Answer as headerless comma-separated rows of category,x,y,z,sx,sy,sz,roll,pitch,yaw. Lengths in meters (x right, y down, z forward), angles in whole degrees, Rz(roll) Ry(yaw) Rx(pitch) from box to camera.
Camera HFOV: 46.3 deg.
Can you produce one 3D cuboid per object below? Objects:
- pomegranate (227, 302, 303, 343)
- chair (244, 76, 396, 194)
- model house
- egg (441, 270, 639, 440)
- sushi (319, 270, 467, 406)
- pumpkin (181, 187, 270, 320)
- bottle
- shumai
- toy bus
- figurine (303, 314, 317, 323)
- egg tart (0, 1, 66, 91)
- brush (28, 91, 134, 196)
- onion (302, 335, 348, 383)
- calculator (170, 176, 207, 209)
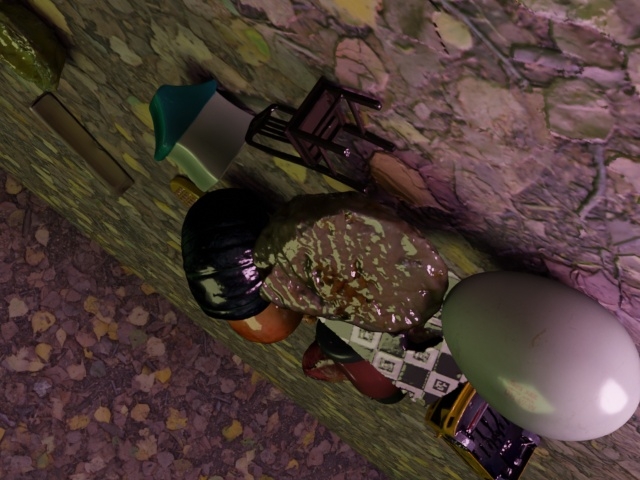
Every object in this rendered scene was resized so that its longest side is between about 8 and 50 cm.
pomegranate,-0.125,0.138,1.693,0.191,0.191,0.191,32,162,12
chair,-0.022,-0.145,0.929,0.212,0.084,0.101,26,163,29
model house,-0.186,-0.166,1.107,0.149,0.127,0.100,38,162,-15
egg,0.269,0.136,0.936,0.264,0.183,0.183,34,164,29
sushi,0.155,0.122,1.233,0.290,0.050,0.264,40,128,-7
pumpkin,-0.133,0.018,1.383,0.248,0.248,0.248,32,162,12
bottle,0.106,0.249,1.599,0.144,0.144,0.336,25,161,32
shumai,0.051,0.005,1.013,0.255,0.189,0.218,16,-156,4
toy bus,0.324,0.390,1.537,0.151,0.145,0.331,19,157,46
figurine,-0.044,0.171,1.815,0.047,0.064,0.109,-5,150,33
egg tart,-0.531,-0.359,1.341,0.197,0.078,0.197,33,160,14
brush,-0.565,-0.225,1.777,0.050,0.060,0.321,36,167,47
onion,0.040,0.269,1.793,0.183,0.147,0.184,-9,159,-3
calculator,-0.233,-0.055,1.632,0.235,0.032,0.146,41,162,-12
